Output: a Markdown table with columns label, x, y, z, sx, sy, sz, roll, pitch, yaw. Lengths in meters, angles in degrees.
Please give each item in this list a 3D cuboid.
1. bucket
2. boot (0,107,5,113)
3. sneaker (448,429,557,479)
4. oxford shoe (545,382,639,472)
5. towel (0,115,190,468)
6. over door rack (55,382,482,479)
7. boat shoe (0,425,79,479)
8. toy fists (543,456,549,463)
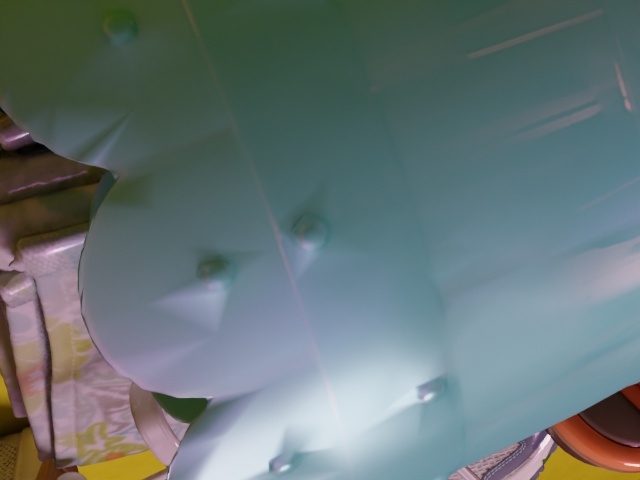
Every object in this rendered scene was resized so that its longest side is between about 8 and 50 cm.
| label | x | y | z | sx | sy | sz | roll | pitch | yaw |
| --- | --- | --- | --- | --- | --- | --- | --- | --- | --- |
| bucket | 0.001 | -0.050 | 0.465 | 0.183 | 0.281 | 0.281 | -22 | 155 | -7 |
| boot | -0.167 | -0.078 | 0.584 | 0.099 | 0.045 | 0.121 | -20 | 147 | -5 |
| sneaker | 0.038 | 0.132 | 1.034 | 0.283 | 0.110 | 0.122 | -25 | 149 | 39 |
| oxford shoe | 0.216 | 0.023 | 0.814 | 0.363 | 0.130 | 0.133 | -36 | 167 | -39 |
| towel | 0.000 | 0.000 | 0.814 | 0.374 | 0.090 | 0.320 | -14 | 157 | -12 |
| over door rack | -0.021 | 0.153 | 0.850 | 0.239 | 0.108 | 0.324 | -25 | 135 | 12 |
| boat shoe | -0.205 | 0.207 | 0.911 | 0.096 | 0.277 | 0.098 | -12 | 110 | 2 |
| toy fists | 0.169 | 0.133 | 1.180 | 0.279 | 0.096 | 0.142 | -30 | 152 | 23 |
